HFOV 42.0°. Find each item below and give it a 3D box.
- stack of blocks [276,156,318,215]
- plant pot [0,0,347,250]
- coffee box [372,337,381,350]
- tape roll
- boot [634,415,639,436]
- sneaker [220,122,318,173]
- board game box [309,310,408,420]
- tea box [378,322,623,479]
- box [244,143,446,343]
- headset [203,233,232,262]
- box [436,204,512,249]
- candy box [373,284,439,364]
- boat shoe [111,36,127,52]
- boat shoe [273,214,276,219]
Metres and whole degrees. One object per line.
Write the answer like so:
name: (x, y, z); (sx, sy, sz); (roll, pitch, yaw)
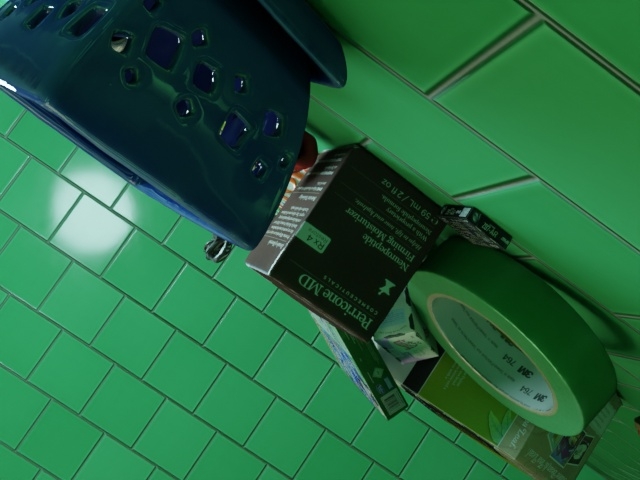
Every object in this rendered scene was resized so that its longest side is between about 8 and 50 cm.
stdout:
stack of blocks: (-0.012, -0.065, 1.389); (0.171, 0.087, 0.297); (32, 174, 23)
plant pot: (-0.134, -0.158, 0.740); (0.236, 0.212, 0.236); (40, 173, -41)
coffee box: (0.099, 0.144, 1.878); (0.246, 0.098, 0.141); (50, 161, 34)
tape roll: (0.266, 0.139, 1.195); (0.321, 0.077, 0.321); (42, 164, 15)
boot: (0.563, 0.374, 1.165); (0.109, 0.220, 0.283); (-16, -159, -39)
sneaker: (-0.102, -0.180, 1.072); (0.118, 0.107, 0.279); (-1, 151, 44)
board game box: (0.020, 0.121, 1.364); (0.317, 0.046, 0.213); (61, 172, -20)
tea box: (0.325, 0.262, 1.514); (0.323, 0.220, 0.329); (30, 173, 38)
box: (0.032, 0.001, 1.135); (0.168, 0.203, 0.167); (35, 173, -15)
headset: (-0.200, -0.100, 1.618); (0.243, 0.185, 0.394); (41, -177, -33)
box: (0.189, -0.017, 1.030); (0.067, 0.018, 0.083); (36, 174, -15)
candy box: (0.129, 0.089, 1.386); (0.070, 0.196, 0.165); (-16, 153, 16)
boat shoe: (-0.204, -0.221, 0.892); (0.324, 0.123, 0.116); (38, -158, -39)
boat shoe: (-0.054, -0.064, 1.630); (0.065, 0.083, 0.183); (33, 174, 11)
